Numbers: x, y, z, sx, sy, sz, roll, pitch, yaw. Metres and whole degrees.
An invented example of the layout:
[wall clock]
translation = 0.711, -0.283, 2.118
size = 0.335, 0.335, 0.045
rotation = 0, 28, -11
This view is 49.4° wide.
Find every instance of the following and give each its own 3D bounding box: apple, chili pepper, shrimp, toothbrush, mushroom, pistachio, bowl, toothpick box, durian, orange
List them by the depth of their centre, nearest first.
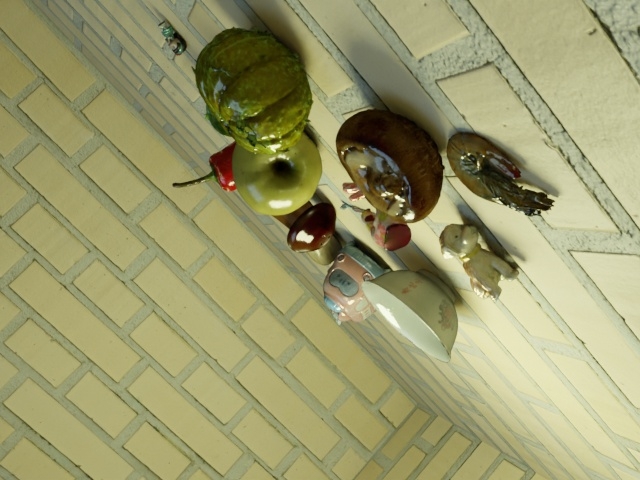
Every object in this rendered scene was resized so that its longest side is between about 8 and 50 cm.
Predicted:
[shrimp]
translation = 0.312, -0.120, 1.232
size = 0.236, 0.053, 0.133
rotation = 39, 148, 38
[mushroom]
translation = 0.140, -0.150, 1.400
size = 0.253, 0.153, 0.253
rotation = 46, 162, 19
[orange]
translation = -0.138, -0.330, 1.558
size = 0.300, 0.223, 0.301
rotation = 54, 172, 5
[apple]
translation = -0.119, -0.202, 1.895
size = 0.262, 0.262, 0.262
rotation = 42, 168, 11
[bowl]
translation = 0.295, 0.187, 2.046
size = 0.345, 0.157, 0.345
rotation = 41, 168, 11
[chili pepper]
translation = -0.257, -0.216, 2.049
size = 0.131, 0.338, 0.134
rotation = 53, 168, -28
[toothbrush]
translation = 0.112, -0.086, 2.054
size = 0.013, 0.019, 0.193
rotation = 51, 165, -30
[durian]
translation = -0.284, -0.384, 2.133
size = 0.139, 0.101, 0.250
rotation = 51, 166, -29
[toothpick box]
translation = -0.081, -0.097, 2.282
size = 0.294, 0.192, 0.192
rotation = 46, 170, 24
[pistachio]
translation = 0.000, 0.000, 2.488
size = 0.206, 0.131, 0.130
rotation = 56, -153, -33

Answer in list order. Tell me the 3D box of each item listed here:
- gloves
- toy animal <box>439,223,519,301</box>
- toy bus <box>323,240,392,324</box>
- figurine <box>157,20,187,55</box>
[gloves]
translation = 0.145, -0.084, 1.734
size = 0.145, 0.126, 0.241
rotation = 49, -163, -47
[toy animal]
translation = 0.336, 0.043, 1.567
size = 0.185, 0.104, 0.184
rotation = 39, 175, 3
[toy bus]
translation = 0.117, 0.167, 2.391
size = 0.197, 0.232, 0.294
rotation = 39, 168, 25
[figurine]
translation = -0.440, -0.597, 2.053
size = 0.060, 0.047, 0.106
rotation = -4, 129, 53
